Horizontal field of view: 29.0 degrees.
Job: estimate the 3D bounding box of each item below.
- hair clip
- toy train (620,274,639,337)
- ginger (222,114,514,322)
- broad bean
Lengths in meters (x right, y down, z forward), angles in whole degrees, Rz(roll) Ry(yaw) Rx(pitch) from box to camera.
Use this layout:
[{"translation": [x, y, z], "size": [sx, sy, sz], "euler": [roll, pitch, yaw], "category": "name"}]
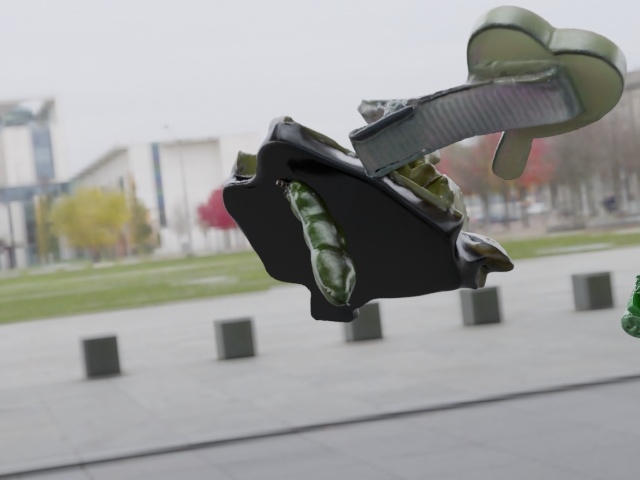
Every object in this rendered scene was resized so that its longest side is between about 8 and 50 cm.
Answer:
[{"translation": [0.136, -0.101, 0.970], "size": [0.219, 0.071, 0.159], "euler": [-15, -46, 26], "category": "hair clip"}, {"translation": [0.463, 0.027, 1.642], "size": [0.251, 0.085, 0.119], "euler": [-54, -9, -39], "category": "toy train"}, {"translation": [0.065, -0.055, 1.838], "size": [0.413, 0.211, 0.358], "euler": [39, -40, -18], "category": "ginger"}, {"translation": [0.004, 0.001, 1.602], "size": [0.065, 0.046, 0.254], "euler": [12, 34, -29], "category": "broad bean"}]
